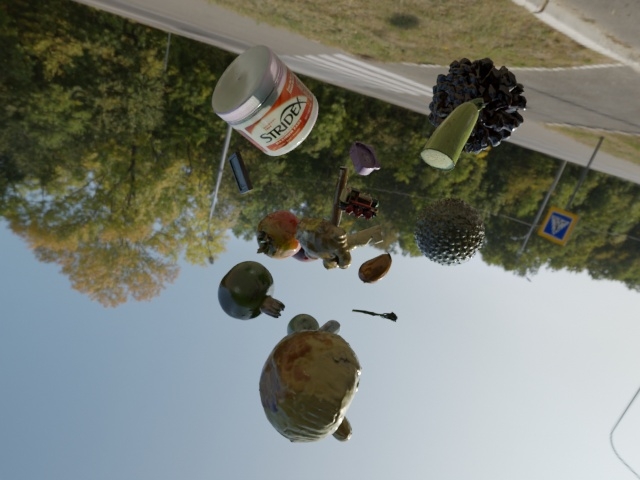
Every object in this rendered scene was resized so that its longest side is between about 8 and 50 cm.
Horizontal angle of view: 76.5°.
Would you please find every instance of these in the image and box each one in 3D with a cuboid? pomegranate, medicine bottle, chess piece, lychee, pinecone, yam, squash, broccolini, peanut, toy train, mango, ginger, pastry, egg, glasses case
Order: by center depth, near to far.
[{"bbox_3d":[0.355,-0.285,1.041,0.094,0.224,0.094,35,170,7],"label":"squash"},{"bbox_3d":[0.000,0.000,1.183,0.216,0.157,0.102,15,-132,43],"label":"ginger"},{"bbox_3d":[-0.197,0.161,1.203,0.210,0.180,0.180,26,-159,13],"label":"pomegranate"},{"bbox_3d":[-0.170,-0.432,1.283,0.241,0.252,0.252,33,-178,-45],"label":"medicine bottle"},{"bbox_3d":[0.178,0.090,1.304,0.077,0.127,0.063,55,-175,11],"label":"mango"},{"bbox_3d":[0.126,-0.118,1.306,0.138,0.087,0.050,15,-165,-22],"label":"toy train"},{"bbox_3d":[-0.047,0.481,1.403,0.312,0.388,0.388,28,-160,3],"label":"pastry"},{"bbox_3d":[0.477,-0.034,1.502,0.255,0.255,0.274,23,164,21],"label":"lychee"},{"bbox_3d":[0.009,0.391,1.650,0.178,0.045,0.067,-39,-139,-24],"label":"glasses case"},{"bbox_3d":[0.050,0.729,1.672,0.214,0.090,0.098,48,164,12],"label":"peanut"},{"bbox_3d":[0.665,-0.558,1.698,0.398,0.397,0.398,14,-161,-5],"label":"pinecone"},{"bbox_3d":[-0.175,-0.018,1.698,0.210,0.210,0.235,25,-148,26],"label":"pomegranate"},{"bbox_3d":[0.080,-0.185,1.729,0.046,0.264,0.046,8,-160,-3],"label":"yam"},{"bbox_3d":[0.242,0.330,1.798,0.218,0.042,0.044,9,-171,-16],"label":"broccolini"},{"bbox_3d":[0.208,-0.010,1.997,0.200,0.090,0.090,-19,-164,9],"label":"chess piece"},{"bbox_3d":[-0.085,0.455,2.050,0.169,0.169,0.236,11,173,-14],"label":"egg"}]

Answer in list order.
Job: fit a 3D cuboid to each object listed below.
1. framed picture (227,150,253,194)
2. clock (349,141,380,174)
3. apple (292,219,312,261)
[{"bbox_3d":[-0.346,-0.288,1.745,0.023,0.168,0.128,-23,-171,-26],"label":"framed picture"},{"bbox_3d":[0.191,-0.352,1.758,0.110,0.050,0.152,2,-122,-29],"label":"clock"},{"bbox_3d":[-0.078,0.003,2.083,0.234,0.234,0.234,14,-161,-5],"label":"apple"}]
